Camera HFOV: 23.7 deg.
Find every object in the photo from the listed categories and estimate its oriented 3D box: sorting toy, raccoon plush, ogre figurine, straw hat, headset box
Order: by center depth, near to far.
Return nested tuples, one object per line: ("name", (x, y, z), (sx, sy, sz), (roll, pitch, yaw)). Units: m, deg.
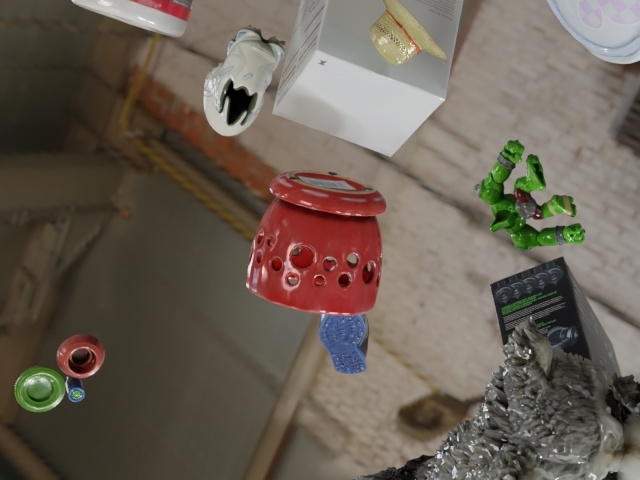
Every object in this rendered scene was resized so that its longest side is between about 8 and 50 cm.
("raccoon plush", (0.123, 0.232, 1.378), (0.299, 0.446, 0.216), (31, -137, -47))
("sorting toy", (-0.265, 0.133, 1.561), (0.061, 0.102, 0.042), (57, 178, -27))
("straw hat", (0.099, -0.268, 2.010), (0.144, 0.061, 0.144), (48, -177, -3))
("headset box", (0.381, 0.201, 2.362), (0.246, 0.131, 0.283), (53, -159, -42))
("ogre figurine", (0.330, -0.061, 2.475), (0.197, 0.118, 0.097), (41, -142, -26))

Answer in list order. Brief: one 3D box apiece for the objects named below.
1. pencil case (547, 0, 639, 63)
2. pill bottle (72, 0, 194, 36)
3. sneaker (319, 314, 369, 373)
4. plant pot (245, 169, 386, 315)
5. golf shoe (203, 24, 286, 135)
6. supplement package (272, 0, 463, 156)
("pencil case", (0.273, -0.217, 1.018), (0.273, 0.113, 0.124), (-25, -115, -24))
("pill bottle", (-0.237, -0.471, 2.218), (0.176, 0.319, 0.176), (18, -176, -1))
("sneaker", (0.040, 0.138, 2.561), (0.081, 0.232, 0.090), (-3, -121, 2))
("plant pot", (0.000, 0.000, 2.153), (0.191, 0.174, 0.191), (11, -166, -3))
("golf shoe", (-0.093, -0.147, 1.595), (0.069, 0.176, 0.086), (21, -121, -4))
("supplement package", (0.074, -0.302, 2.212), (0.199, 0.198, 0.263), (19, -117, -14))
